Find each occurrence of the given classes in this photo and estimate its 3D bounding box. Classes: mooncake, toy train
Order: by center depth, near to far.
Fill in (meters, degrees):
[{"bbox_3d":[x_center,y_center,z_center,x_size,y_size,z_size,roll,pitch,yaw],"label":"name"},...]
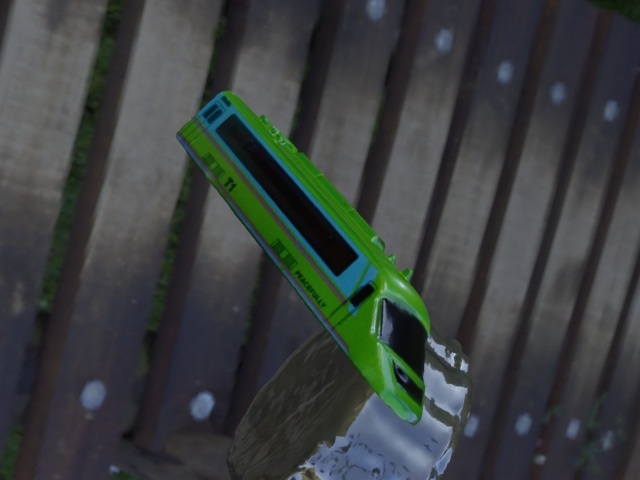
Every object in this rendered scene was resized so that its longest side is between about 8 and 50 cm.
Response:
[{"bbox_3d":[0.000,0.000,0.587,0.042,0.209,0.044,-44,135,3],"label":"toy train"},{"bbox_3d":[0.031,0.160,1.153,0.124,0.228,0.228,42,64,-13],"label":"mooncake"}]
